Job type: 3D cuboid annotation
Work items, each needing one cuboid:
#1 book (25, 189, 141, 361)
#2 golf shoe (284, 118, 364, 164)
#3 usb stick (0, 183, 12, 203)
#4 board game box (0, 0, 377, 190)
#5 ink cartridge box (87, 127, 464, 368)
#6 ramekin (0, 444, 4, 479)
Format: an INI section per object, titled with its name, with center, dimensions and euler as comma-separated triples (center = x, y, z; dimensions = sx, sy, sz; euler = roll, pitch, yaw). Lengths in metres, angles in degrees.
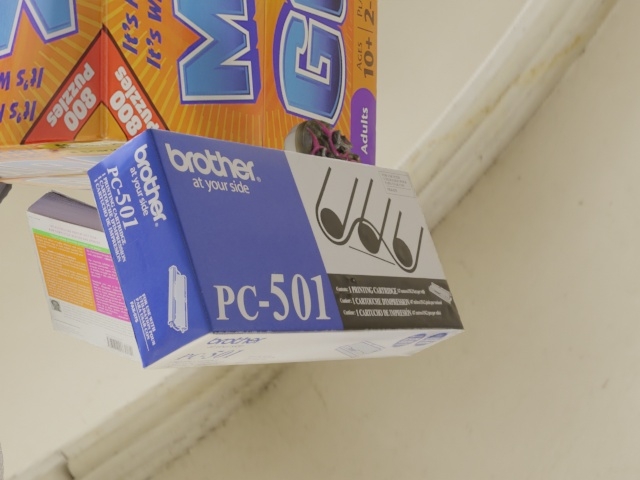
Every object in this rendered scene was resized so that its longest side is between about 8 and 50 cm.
[book]
center = -0.198, 0.035, 1.073
dimensions = 0.096, 0.144, 0.035
euler = 19, -138, 21
[golf shoe]
center = 0.000, 0.000, 0.910
dimensions = 0.086, 0.186, 0.067
euler = -3, -152, 31
[usb stick]
center = -0.439, -0.122, 1.316
dimensions = 0.045, 0.278, 0.077
euler = 10, -116, 41
[board game box]
center = -0.189, -0.235, 1.082
dimensions = 0.356, 0.356, 0.356
euler = -1, -93, 34
[ink cartridge box]
center = -0.013, 0.008, 0.603
dimensions = 0.046, 0.207, 0.097
euler = -29, -109, 32
[ramekin]
center = -0.322, 0.104, 0.697
dimensions = 0.127, 0.273, 0.273
euler = -39, -115, 10
